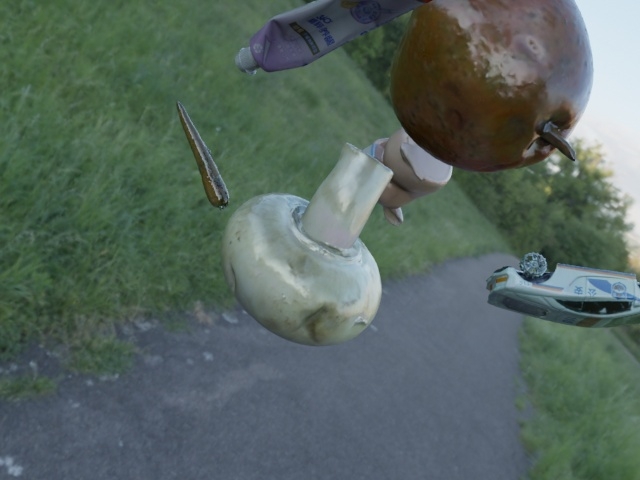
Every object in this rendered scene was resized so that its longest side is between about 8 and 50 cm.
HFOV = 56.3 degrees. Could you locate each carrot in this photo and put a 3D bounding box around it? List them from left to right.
[{"bbox_3d":[-0.256,-0.182,1.282,0.255,0.049,0.049,66,20,1],"label":"carrot"}]

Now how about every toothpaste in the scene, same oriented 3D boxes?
[{"bbox_3d":[0.019,-0.253,0.699,0.300,0.048,0.075,-10,-18,35],"label":"toothpaste"}]

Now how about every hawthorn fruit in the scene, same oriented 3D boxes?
[{"bbox_3d":[0.243,-0.211,0.813,0.277,0.277,0.298,11,42,-52],"label":"hawthorn fruit"}]

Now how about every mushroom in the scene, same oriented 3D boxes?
[{"bbox_3d":[-0.026,0.017,1.091,0.315,0.356,0.315,9,-23,4],"label":"mushroom"}]

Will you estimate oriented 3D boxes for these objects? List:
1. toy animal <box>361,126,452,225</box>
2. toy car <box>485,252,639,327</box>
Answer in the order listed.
[{"bbox_3d":[0.203,-0.175,1.500,0.212,0.195,0.256,21,-22,-30],"label":"toy animal"},{"bbox_3d":[0.276,0.058,0.618,0.204,0.056,0.095,8,-19,10],"label":"toy car"}]
